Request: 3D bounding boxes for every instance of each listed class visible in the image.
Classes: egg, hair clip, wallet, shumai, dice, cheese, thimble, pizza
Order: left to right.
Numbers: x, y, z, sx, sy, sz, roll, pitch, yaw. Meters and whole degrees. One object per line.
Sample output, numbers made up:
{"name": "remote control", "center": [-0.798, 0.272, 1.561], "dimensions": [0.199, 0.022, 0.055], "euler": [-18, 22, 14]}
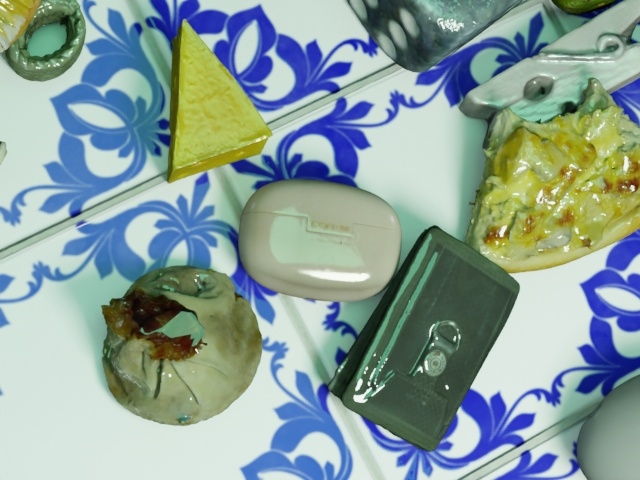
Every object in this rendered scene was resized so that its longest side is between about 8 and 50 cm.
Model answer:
{"name": "thimble", "center": [-0.325, -0.243, 1.882], "dimensions": [0.084, 0.062, 0.110], "euler": [37, 74, -4]}
{"name": "shumai", "center": [-0.160, 0.113, 1.834], "dimensions": [0.201, 0.120, 0.201], "euler": [2, 78, -11]}
{"name": "cheese", "center": [-0.148, -0.174, 1.898], "dimensions": [0.126, 0.093, 0.171], "euler": [-18, 85, -13]}
{"name": "wallet", "center": [0.133, 0.120, 1.911], "dimensions": [0.169, 0.052, 0.245], "euler": [32, 85, -23]}
{"name": "dice", "center": [0.144, -0.328, 1.949], "dimensions": [0.183, 0.182, 0.181], "euler": [-37, 90, -17]}
{"name": "pizza", "center": [0.315, -0.077, 1.964], "dimensions": [0.324, 0.089, 0.223], "euler": [-20, 114, -15]}
{"name": "hair clip", "center": [0.337, -0.221, 2.030], "dimensions": [0.331, 0.085, 0.101], "euler": [-30, 87, -10]}
{"name": "egg", "center": [0.425, 0.243, 1.926], "dimensions": [0.232, 0.176, 0.176], "euler": [-10, 83, -5]}

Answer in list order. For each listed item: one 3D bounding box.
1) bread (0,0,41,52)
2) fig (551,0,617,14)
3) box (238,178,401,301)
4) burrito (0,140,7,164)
{"name": "bread", "center": [-0.373, -0.361, 1.840], "dimensions": [0.153, 0.119, 0.288], "euler": [12, 73, 35]}
{"name": "fig", "center": [0.338, -0.373, 2.037], "dimensions": [0.123, 0.123, 0.156], "euler": [-14, 78, -16]}
{"name": "box", "center": [0.000, 0.000, 1.907], "dimensions": [0.200, 0.088, 0.145], "euler": [7, 79, -14]}
{"name": "burrito", "center": [-0.502, -0.156, 1.787], "dimensions": [0.190, 0.135, 0.331], "euler": [-36, 92, -13]}
